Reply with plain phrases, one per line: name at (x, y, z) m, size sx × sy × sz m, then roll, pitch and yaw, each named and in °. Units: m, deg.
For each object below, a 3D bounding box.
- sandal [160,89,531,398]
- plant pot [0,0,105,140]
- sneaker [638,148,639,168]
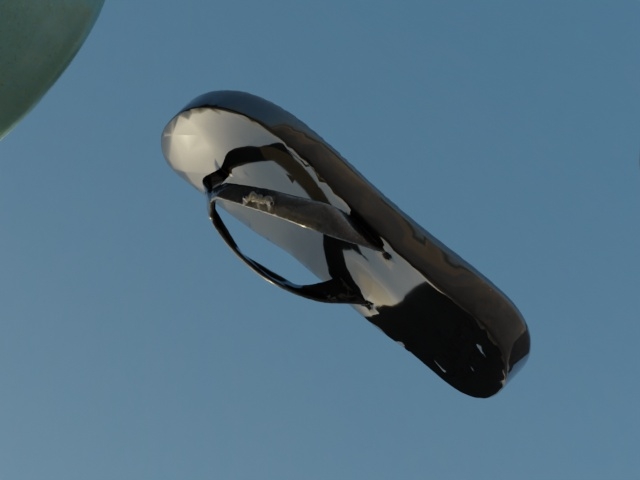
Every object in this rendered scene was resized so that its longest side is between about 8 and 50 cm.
sandal at (0.000, 0.000, 0.754) m, size 0.054 × 0.254 × 0.097 m, roll -40°, pitch -28°, yaw -29°
plant pot at (-0.261, -0.170, 0.720) m, size 0.272 × 0.271 × 0.255 m, roll -44°, pitch -56°, yaw 5°
sneaker at (0.193, -0.091, 0.248) m, size 0.321 × 0.180 × 0.124 m, roll -38°, pitch -98°, yaw 15°
